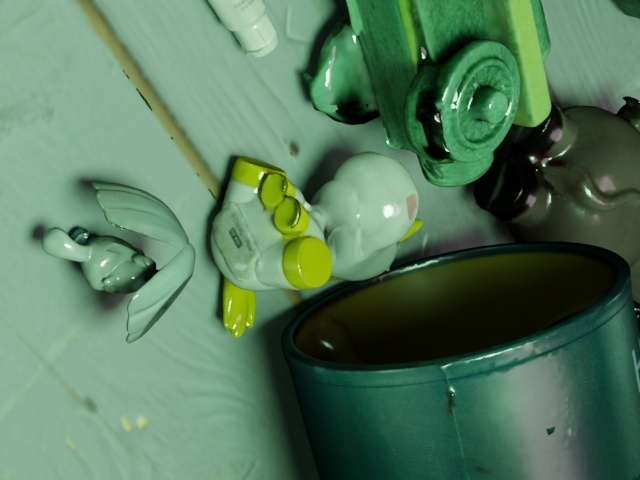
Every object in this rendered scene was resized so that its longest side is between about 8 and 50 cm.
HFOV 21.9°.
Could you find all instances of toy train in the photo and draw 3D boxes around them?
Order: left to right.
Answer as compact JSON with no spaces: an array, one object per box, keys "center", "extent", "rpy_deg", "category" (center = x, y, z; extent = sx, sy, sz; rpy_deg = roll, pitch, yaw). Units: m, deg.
[{"center":[0.082,-0.220,1.110],"extent":[0.237,0.150,0.369],"rpy_deg":[-42,132,-32],"category":"toy train"}]

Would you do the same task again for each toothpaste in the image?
[{"center":[-0.078,-0.193,1.043],"extent":[0.048,0.031,0.190],"rpy_deg":[-45,129,-17],"category":"toothpaste"}]

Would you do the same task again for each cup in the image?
[{"center":[0.112,0.171,1.187],"extent":[0.242,0.308,0.292],"rpy_deg":[-19,104,-19],"category":"cup"}]

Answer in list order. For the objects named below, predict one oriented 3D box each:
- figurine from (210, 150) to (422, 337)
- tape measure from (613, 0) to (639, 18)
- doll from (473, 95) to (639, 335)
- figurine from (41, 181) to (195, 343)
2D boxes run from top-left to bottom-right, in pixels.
[{"center":[0.004,-0.006,1.159],"extent":[0.178,0.109,0.129],"rpy_deg":[-17,146,-36],"category":"figurine"},{"center":[0.296,-0.241,1.217],"extent":[0.138,0.262,0.259],"rpy_deg":[-58,143,-1],"category":"tape measure"},{"center":[0.230,-0.023,1.337],"extent":[0.257,0.117,0.182],"rpy_deg":[24,90,-45],"category":"doll"},{"center":[-0.124,0.008,1.046],"extent":[0.082,0.086,0.094],"rpy_deg":[-52,177,4],"category":"figurine"}]
